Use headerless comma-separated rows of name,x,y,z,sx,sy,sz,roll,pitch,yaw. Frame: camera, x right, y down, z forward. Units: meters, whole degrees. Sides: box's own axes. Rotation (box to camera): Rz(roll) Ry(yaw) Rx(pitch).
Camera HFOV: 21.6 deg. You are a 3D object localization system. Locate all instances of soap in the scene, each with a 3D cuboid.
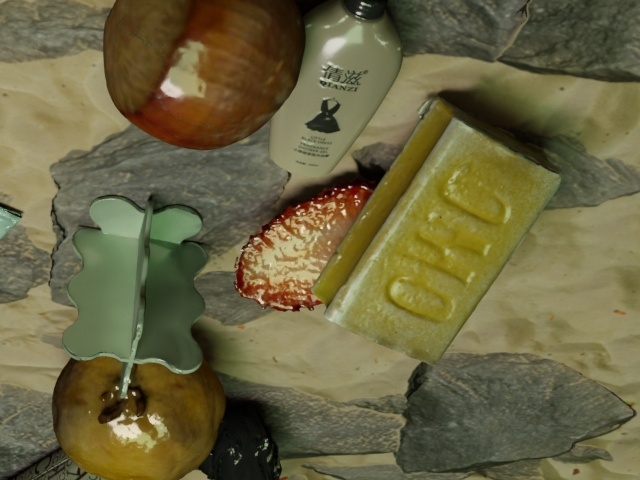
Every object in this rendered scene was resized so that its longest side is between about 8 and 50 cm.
soap,0.130,-0.008,1.894,0.173,0.089,0.274,24,108,-27

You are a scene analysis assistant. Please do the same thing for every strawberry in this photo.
strawberry,0.002,-0.002,1.982,0.208,0.087,0.167,0,114,2

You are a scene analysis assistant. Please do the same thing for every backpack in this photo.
backpack,-0.107,0.301,2.324,0.106,0.120,0.165,-13,144,-20

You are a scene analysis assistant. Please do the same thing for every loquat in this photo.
loquat,-0.235,0.215,2.158,0.238,0.193,0.238,12,160,5

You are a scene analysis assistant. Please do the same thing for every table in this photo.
table,-0.216,0.069,1.973,0.166,0.198,0.166,-1,140,-1

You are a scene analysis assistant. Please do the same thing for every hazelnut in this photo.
hazelnut,-0.116,-0.189,1.683,0.214,0.176,0.214,-2,134,-2

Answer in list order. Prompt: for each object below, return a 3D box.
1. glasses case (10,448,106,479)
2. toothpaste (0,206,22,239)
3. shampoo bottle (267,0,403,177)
glasses case,-0.359,0.368,2.416,0.355,0.085,0.137,-32,130,32
toothpaste,-0.437,0.020,2.043,0.056,0.036,0.205,24,130,-28
shampoo bottle,0.015,-0.175,1.780,0.127,0.078,0.257,13,136,-10
